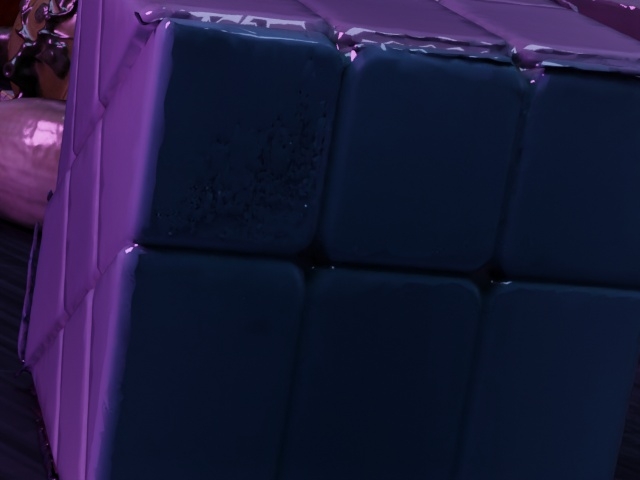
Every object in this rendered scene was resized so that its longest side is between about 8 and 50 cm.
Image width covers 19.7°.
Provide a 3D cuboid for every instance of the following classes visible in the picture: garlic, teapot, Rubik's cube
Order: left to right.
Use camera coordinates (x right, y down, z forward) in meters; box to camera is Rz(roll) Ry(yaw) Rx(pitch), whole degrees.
[{"bbox_3d":[-0.158,-0.045,1.180,0.195,0.087,0.101,9,1,13],"label":"garlic"},{"bbox_3d":[-0.144,-0.108,1.304,0.269,0.173,0.183,-5,42,-12],"label":"teapot"},{"bbox_3d":[0.000,0.000,0.807,0.224,0.231,0.221,6,15,-16],"label":"Rubik's cube"}]

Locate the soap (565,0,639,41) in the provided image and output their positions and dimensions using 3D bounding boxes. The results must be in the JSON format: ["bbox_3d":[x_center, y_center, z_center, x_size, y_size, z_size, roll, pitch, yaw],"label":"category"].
[{"bbox_3d":[0.265,-0.207,1.345,0.285,0.107,0.296,17,48,33],"label":"soap"}]

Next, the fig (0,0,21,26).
[{"bbox_3d":[-0.295,-0.263,1.656,0.224,0.224,0.263,12,9,12],"label":"fig"}]

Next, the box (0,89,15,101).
[{"bbox_3d":[-0.226,-0.107,1.496,0.046,0.012,0.083,0,19,-26],"label":"box"}]
